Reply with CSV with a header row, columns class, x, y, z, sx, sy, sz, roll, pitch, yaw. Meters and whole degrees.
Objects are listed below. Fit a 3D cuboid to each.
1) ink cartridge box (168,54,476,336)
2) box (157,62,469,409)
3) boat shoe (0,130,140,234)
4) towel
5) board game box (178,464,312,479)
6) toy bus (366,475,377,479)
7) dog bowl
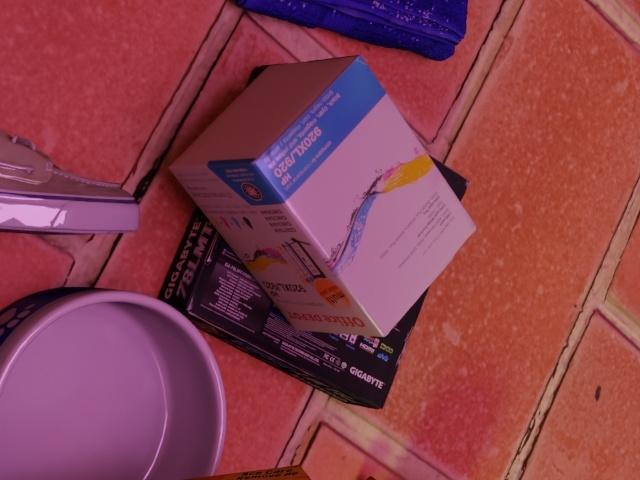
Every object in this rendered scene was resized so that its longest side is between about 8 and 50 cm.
class,x,y,z,sx,sy,sz,roll,pitch,yaw
ink cartridge box,0.004,-0.042,1.515,0.168,0.171,0.232,-48,116,-24
box,0.000,0.000,1.661,0.295,0.073,0.293,29,74,-34
boat shoe,-0.305,-0.057,1.407,0.302,0.109,0.094,6,87,-35
towel,0.052,-0.339,1.683,0.308,0.076,0.227,10,87,-37
board game box,-0.140,0.425,1.247,0.357,0.356,0.356,-5,100,-12
toy bus,0.113,0.378,1.739,0.104,0.202,0.191,31,65,-68
dog bowl,-0.228,0.177,1.475,0.265,0.104,0.264,-2,94,-37
